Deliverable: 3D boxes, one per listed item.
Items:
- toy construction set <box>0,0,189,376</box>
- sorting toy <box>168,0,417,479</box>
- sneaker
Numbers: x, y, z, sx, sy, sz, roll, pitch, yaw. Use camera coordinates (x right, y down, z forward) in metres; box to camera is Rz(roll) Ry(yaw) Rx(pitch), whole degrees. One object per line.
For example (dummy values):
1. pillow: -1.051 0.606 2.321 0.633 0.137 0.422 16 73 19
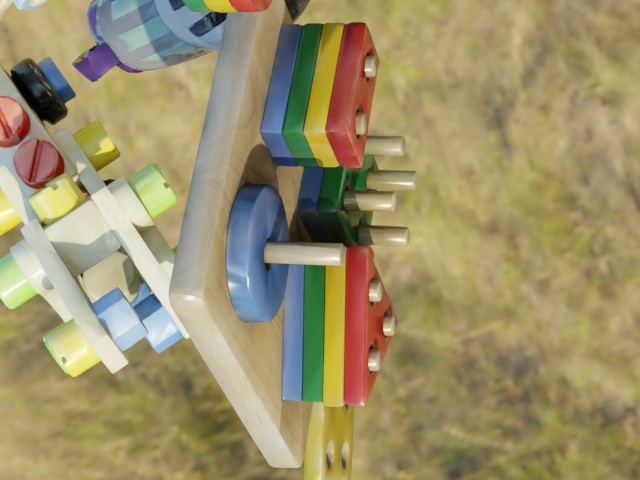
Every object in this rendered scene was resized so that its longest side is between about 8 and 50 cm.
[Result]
1. toy construction set: -0.173 -0.059 1.171 0.215 0.151 0.328 73 177 -79
2. sorting toy: 0.000 0.000 0.672 0.274 0.046 0.132 66 -151 -56
3. sneaker: -0.024 -0.146 0.809 0.098 0.224 0.083 -19 110 44
